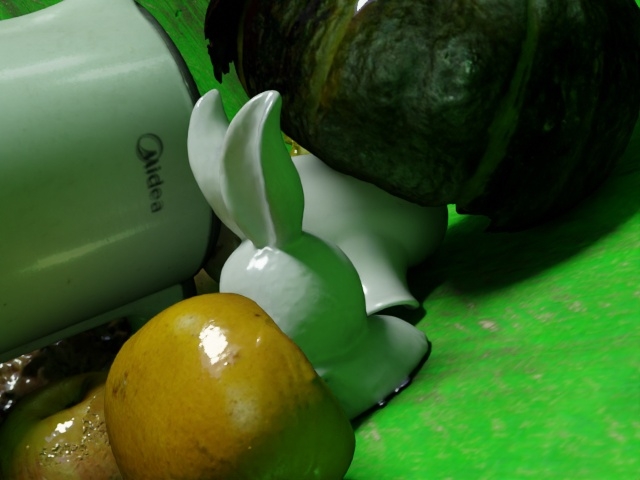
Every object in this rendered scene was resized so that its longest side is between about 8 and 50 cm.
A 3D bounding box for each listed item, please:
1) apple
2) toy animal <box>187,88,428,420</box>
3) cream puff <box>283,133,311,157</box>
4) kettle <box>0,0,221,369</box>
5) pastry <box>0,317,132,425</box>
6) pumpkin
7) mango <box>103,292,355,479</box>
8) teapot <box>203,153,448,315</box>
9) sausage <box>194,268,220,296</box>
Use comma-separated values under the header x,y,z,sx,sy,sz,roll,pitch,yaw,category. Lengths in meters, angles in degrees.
x,y,z,sx,sy,sz,roll,pitch,yaw,category
-0.158,0.154,0.857,0.146,0.146,0.146,-36,10,7,apple
-0.036,0.019,0.806,0.131,0.220,0.104,-37,14,-10,toy animal
0.009,-0.157,1.779,0.146,0.116,0.146,-36,6,5,cream puff
-0.268,0.026,0.897,0.377,0.361,0.250,-20,19,-28,kettle
-0.260,0.132,1.124,0.275,0.193,0.275,-36,5,4,pastry
0.085,-0.141,0.912,0.320,0.321,0.192,-66,-5,-70,pumpkin
-0.070,0.101,0.730,0.102,0.141,0.217,-26,18,-25,mango
0.000,0.000,1.028,0.204,0.139,0.298,-11,1,-14,teapot
-0.201,0.073,1.419,0.501,0.123,0.136,-31,40,30,sausage
